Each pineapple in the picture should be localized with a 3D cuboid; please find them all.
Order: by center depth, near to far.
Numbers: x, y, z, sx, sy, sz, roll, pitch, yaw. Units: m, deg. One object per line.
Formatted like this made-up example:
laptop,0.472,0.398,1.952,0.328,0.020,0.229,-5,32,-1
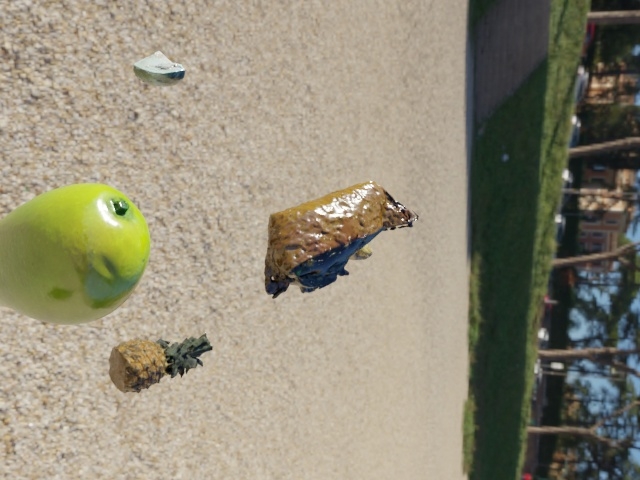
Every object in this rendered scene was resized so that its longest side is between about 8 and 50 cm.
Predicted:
pineapple,-0.376,0.282,1.621,0.248,0.128,0.128,-6,100,-45

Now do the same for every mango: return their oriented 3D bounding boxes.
mango,-0.385,0.031,0.978,0.156,0.343,0.192,-1,79,-53

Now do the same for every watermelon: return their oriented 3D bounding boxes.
watermelon,-0.263,-0.290,1.130,0.085,0.085,0.061,20,64,-73

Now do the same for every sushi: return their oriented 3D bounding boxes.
sushi,0.013,-0.003,1.110,0.287,0.149,0.140,-21,87,-34

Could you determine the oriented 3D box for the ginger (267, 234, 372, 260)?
ginger,-0.002,-0.002,1.422,0.137,0.213,0.074,-127,-138,-67
